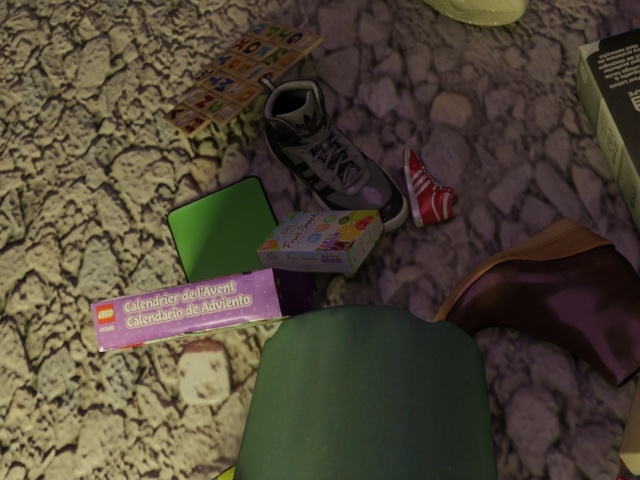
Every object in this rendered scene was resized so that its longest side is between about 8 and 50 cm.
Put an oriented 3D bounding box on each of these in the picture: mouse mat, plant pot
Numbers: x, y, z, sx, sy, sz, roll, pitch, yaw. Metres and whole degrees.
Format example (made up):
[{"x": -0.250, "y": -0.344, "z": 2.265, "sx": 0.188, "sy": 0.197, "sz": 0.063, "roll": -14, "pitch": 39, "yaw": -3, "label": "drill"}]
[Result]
[{"x": -0.128, "y": 0.006, "z": 1.251, "sx": 0.153, "sy": 0.007, "sz": 0.189, "roll": -23, "pitch": 62, "yaw": 1, "label": "mouse mat"}, {"x": 0.046, "y": 0.268, "z": 0.916, "sx": 0.341, "sy": 0.341, "sz": 0.334, "roll": -2, "pitch": 56, "yaw": 12, "label": "plant pot"}]

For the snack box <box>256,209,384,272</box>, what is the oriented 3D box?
[{"x": 0.000, "y": 0.000, "z": 1.164, "sx": 0.141, "sy": 0.037, "sz": 0.100, "roll": 0, "pitch": 33, "yaw": 32, "label": "snack box"}]

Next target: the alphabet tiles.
[{"x": -0.128, "y": -0.245, "z": 1.323, "sx": 0.237, "sy": 0.009, "sz": 0.198, "roll": -42, "pitch": 35, "yaw": -9, "label": "alphabet tiles"}]

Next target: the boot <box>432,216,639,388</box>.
[{"x": 0.284, "y": 0.097, "z": 1.063, "sx": 0.248, "sy": 0.090, "sz": 0.207, "roll": -34, "pitch": 60, "yaw": -9, "label": "boot"}]

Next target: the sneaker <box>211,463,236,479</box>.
[{"x": -0.117, "y": 0.398, "z": 1.009, "sx": 0.121, "sy": 0.111, "sz": 0.300, "roll": 19, "pitch": 77, "yaw": 14, "label": "sneaker"}]

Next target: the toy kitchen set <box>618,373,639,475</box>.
[{"x": 0.466, "y": 0.233, "z": 0.955, "sx": 0.207, "sy": 0.166, "sz": 0.122, "roll": -15, "pitch": 32, "yaw": 44, "label": "toy kitchen set"}]

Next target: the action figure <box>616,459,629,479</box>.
[{"x": 0.394, "y": 0.275, "z": 0.987, "sx": 0.115, "sy": 0.030, "sz": 0.038, "roll": 15, "pitch": 63, "yaw": 17, "label": "action figure"}]

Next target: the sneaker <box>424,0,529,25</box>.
[{"x": 0.176, "y": -0.445, "z": 1.334, "sx": 0.350, "sy": 0.131, "sz": 0.148, "roll": 29, "pitch": 78, "yaw": 24, "label": "sneaker"}]

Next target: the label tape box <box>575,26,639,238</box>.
[{"x": 0.501, "y": -0.124, "z": 1.112, "sx": 0.249, "sy": 0.115, "sz": 0.347, "roll": -16, "pitch": 60, "yaw": 5, "label": "label tape box"}]

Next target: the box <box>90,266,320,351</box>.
[{"x": -0.120, "y": 0.081, "z": 1.052, "sx": 0.201, "sy": 0.293, "sz": 0.057, "roll": -12, "pitch": 85, "yaw": 7, "label": "box"}]

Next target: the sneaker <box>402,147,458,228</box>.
[{"x": 0.151, "y": -0.077, "z": 1.208, "sx": 0.067, "sy": 0.042, "sz": 0.118, "roll": -13, "pitch": 70, "yaw": 11, "label": "sneaker"}]

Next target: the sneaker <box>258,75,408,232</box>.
[{"x": 0.006, "y": -0.121, "z": 1.200, "sx": 0.101, "sy": 0.153, "sz": 0.268, "roll": -43, "pitch": 63, "yaw": -9, "label": "sneaker"}]
